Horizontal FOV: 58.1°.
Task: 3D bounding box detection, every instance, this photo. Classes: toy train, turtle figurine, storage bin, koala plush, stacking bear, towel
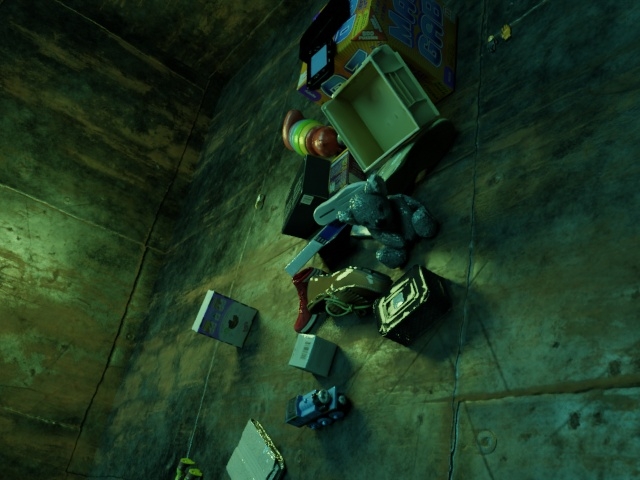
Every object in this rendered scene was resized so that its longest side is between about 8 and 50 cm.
[{"bbox_3d":[-0.012,0.453,1.560,0.184,0.105,0.080,-39,36,39],"label":"toy train"},{"bbox_3d":[-0.517,0.895,2.055,0.217,0.087,0.269,-64,27,-3],"label":"turtle figurine"},{"bbox_3d":[0.225,0.162,1.434,0.180,0.084,0.122,-46,32,28],"label":"storage bin"},{"bbox_3d":[0.163,-0.071,1.581,0.196,0.221,0.203,-48,35,24],"label":"koala plush"},{"bbox_3d":[-0.020,-0.406,2.295,0.289,0.175,0.164,31,97,55],"label":"stacking bear"},{"bbox_3d":[-0.205,0.685,1.748,0.187,0.049,0.282,-63,27,-2],"label":"towel"},{"bbox_3d":[0.166,-0.385,1.690,0.123,0.260,0.262,-34,-1,-38],"label":"storage bin"}]

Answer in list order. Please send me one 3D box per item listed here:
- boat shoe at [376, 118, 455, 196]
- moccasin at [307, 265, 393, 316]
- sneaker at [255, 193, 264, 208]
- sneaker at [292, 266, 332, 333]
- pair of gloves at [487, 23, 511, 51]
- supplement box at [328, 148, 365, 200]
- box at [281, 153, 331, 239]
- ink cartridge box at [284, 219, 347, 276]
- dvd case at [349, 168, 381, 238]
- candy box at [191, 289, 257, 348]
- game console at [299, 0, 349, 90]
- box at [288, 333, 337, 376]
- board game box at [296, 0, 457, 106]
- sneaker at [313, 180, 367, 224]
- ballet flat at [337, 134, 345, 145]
[{"bbox_3d":[0.261,-0.244,1.685,0.302,0.109,0.098,-48,35,15],"label":"boat shoe"},{"bbox_3d":[0.071,0.158,1.647,0.380,0.139,0.147,-13,61,53],"label":"moccasin"},{"bbox_3d":[-0.282,-0.175,2.673,0.037,0.032,0.083,-45,25,57],"label":"sneaker"},{"bbox_3d":[-0.060,0.183,1.856,0.087,0.128,0.221,20,83,62],"label":"sneaker"},{"bbox_3d":[0.518,-0.589,1.677,0.083,0.010,0.074,-37,37,42],"label":"pair of gloves"},{"bbox_3d":[0.093,-0.215,1.998,0.104,0.081,0.188,-38,36,40],"label":"supplement box"},{"bbox_3d":[-0.054,-0.156,2.100,0.261,0.103,0.184,121,157,-52],"label":"box"},{"bbox_3d":[0.000,0.000,1.897,0.224,0.045,0.223,-43,2,31],"label":"ink cartridge box"},{"bbox_3d":[0.187,-0.119,1.807,0.179,0.029,0.238,0,67,60],"label":"dvd case"},{"bbox_3d":[-0.364,0.301,2.200,0.070,0.196,0.165,2,67,61],"label":"candy box"},{"bbox_3d":[0.009,-0.590,1.740,0.213,0.044,0.361,-42,34,36],"label":"game console"},{"bbox_3d":[-0.022,0.337,1.700,0.102,0.087,0.101,-9,58,58],"label":"box"},{"bbox_3d":[0.190,-0.616,1.888,0.356,0.356,0.356,-29,43,47],"label":"board game box"},{"bbox_3d":[0.090,-0.132,1.858,0.258,0.094,0.091,-21,15,35],"label":"sneaker"},{"bbox_3d":[0.142,-0.443,2.140,0.079,0.077,0.221,43,104,42],"label":"ballet flat"}]
